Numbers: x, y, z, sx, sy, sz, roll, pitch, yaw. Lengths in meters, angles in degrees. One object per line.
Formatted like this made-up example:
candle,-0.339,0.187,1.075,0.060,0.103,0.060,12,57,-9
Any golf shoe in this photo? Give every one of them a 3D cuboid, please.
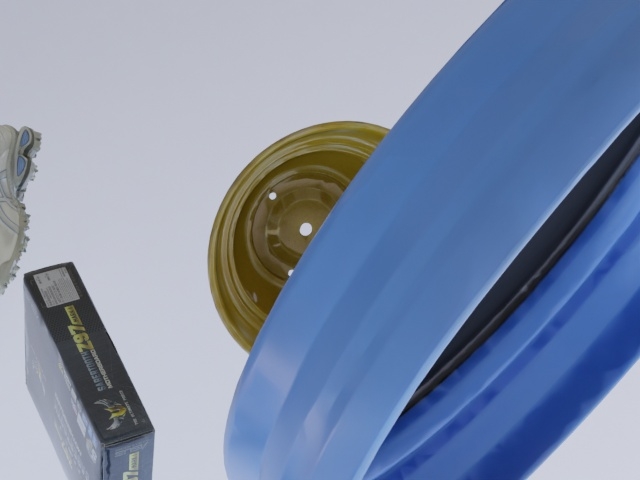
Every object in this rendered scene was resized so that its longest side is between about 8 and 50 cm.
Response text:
golf shoe,-0.291,-0.026,1.626,0.069,0.086,0.176,128,-31,-46

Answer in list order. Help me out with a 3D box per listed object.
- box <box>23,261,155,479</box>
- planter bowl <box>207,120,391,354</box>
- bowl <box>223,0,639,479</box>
box,-0.233,0.165,1.892,0.059,0.183,0.233,-15,-128,-20
planter bowl,0.000,0.000,1.572,0.217,0.217,0.090,-26,-159,-11
bowl,0.106,-0.001,0.867,0.077,0.391,0.391,40,-125,18
